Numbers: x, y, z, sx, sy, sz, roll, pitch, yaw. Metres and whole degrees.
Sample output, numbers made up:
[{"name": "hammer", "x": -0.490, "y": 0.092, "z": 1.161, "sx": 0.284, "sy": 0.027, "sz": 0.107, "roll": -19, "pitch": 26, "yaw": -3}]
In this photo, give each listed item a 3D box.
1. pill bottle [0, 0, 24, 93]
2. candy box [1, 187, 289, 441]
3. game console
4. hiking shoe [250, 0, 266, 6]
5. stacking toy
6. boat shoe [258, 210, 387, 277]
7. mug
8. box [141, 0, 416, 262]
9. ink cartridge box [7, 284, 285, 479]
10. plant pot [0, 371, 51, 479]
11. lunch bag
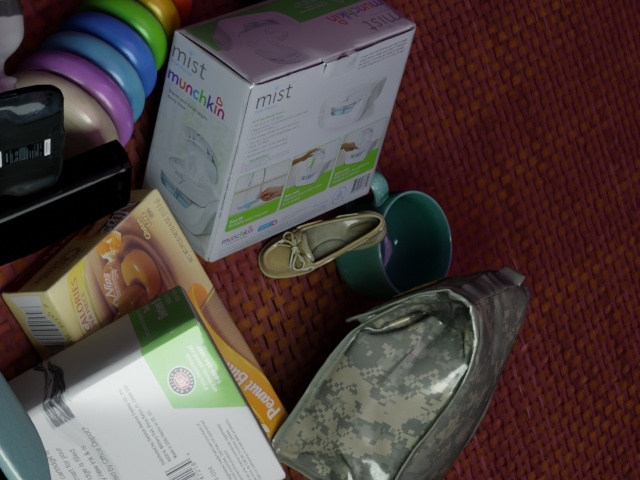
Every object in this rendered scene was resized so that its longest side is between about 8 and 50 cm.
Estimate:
[{"name": "pill bottle", "x": -0.383, "y": -0.254, "z": 1.696, "sx": 0.204, "sy": 0.204, "sz": 0.361, "roll": -15, "pitch": 99, "yaw": -44}, {"name": "candy box", "x": -0.177, "y": 0.125, "z": 1.962, "sx": 0.183, "sy": 0.087, "sz": 0.316, "roll": -46, "pitch": 119, "yaw": -35}, {"name": "game console", "x": -0.270, "y": -0.060, "z": 1.691, "sx": 0.213, "sy": 0.361, "sz": 0.044, "roll": -24, "pitch": 76, "yaw": -16}, {"name": "hiking shoe", "x": -0.041, "y": -0.338, "z": 2.128, "sx": 0.132, "sy": 0.113, "sz": 0.304, "roll": 27, "pitch": 73, "yaw": -8}, {"name": "stacking toy", "x": -0.199, "y": -0.214, "z": 1.933, "sx": 0.141, "sy": 0.141, "sz": 0.330, "roll": 54, "pitch": 50, "yaw": -29}, {"name": "boat shoe", "x": 0.001, "y": 0.002, "z": 2.114, "sx": 0.048, "sy": 0.153, "sz": 0.056, "roll": 61, "pitch": 14, "yaw": -80}, {"name": "mug", "x": 0.078, "y": -0.006, "z": 2.212, "sx": 0.129, "sy": 0.097, "sz": 0.158, "roll": -2, "pitch": 89, "yaw": -44}, {"name": "box", "x": -0.044, "y": -0.133, "z": 2.003, "sx": 0.262, "sy": 0.127, "sz": 0.231, "roll": -25, "pitch": 141, "yaw": -42}, {"name": "ink cartridge box", "x": -0.203, "y": 0.203, "z": 1.826, "sx": 0.273, "sy": 0.115, "sz": 0.198, "roll": -29, "pitch": 112, "yaw": -3}, {"name": "plant pot", "x": -0.385, "y": 0.157, "z": 1.628, "sx": 0.248, "sy": 0.247, "sz": 0.252, "roll": 62, "pitch": 7, "yaw": -23}, {"name": "lunch bag", "x": 0.106, "y": 0.148, "z": 2.062, "sx": 0.287, "sy": 0.169, "sz": 0.235, "roll": -57, "pitch": 164, "yaw": 15}]
